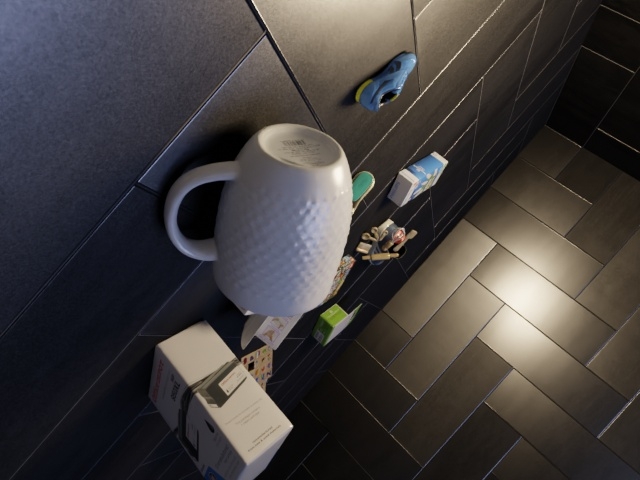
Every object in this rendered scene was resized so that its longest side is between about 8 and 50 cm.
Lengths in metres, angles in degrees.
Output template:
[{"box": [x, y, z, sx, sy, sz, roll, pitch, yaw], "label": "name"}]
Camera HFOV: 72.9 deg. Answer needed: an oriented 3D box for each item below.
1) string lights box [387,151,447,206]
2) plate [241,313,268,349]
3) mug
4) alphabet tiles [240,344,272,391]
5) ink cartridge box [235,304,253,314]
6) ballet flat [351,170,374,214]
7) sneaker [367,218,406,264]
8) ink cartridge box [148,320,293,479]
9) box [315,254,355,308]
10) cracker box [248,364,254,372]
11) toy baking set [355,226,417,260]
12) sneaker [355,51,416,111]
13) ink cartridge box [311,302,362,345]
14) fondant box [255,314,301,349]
[{"box": [0.393, -0.250, 1.753, 0.260, 0.077, 0.133, -32, 156, -36], "label": "string lights box"}, {"box": [-0.149, 0.170, 1.346, 0.277, 0.045, 0.278, -53, -176, 15], "label": "plate"}, {"box": [-0.117, -0.051, 0.872, 0.374, 0.276, 0.328, -2, 132, -21], "label": "mug"}, {"box": [-0.269, 0.571, 1.823, 0.198, 0.009, 0.237, -13, 109, -57], "label": "alphabet tiles"}, {"box": [-0.192, 0.128, 1.219, 0.135, 0.099, 0.056, -54, 156, 14], "label": "ink cartridge box"}, {"box": [0.078, -0.117, 1.368, 0.248, 0.086, 0.086, -44, 159, -15], "label": "ballet flat"}, {"box": [0.321, 0.050, 2.045, 0.131, 0.148, 0.350, -41, 159, -19], "label": "sneaker"}, {"box": [-0.297, 0.468, 1.204, 0.166, 0.395, 0.285, -24, 148, -44], "label": "ink cartridge box"}, {"box": [0.049, 0.179, 1.878, 0.159, 0.044, 0.233, -26, 150, -45], "label": "box"}, {"box": [-0.315, 0.648, 1.954, 0.156, 0.067, 0.232, -29, 153, -40], "label": "cracker box"}, {"box": [0.281, 0.018, 1.864, 0.256, 0.030, 0.196, -2, 138, -4], "label": "toy baking set"}, {"box": [0.182, -0.388, 1.076, 0.209, 0.082, 0.069, -43, 157, -19], "label": "sneaker"}, {"box": [0.087, 0.423, 2.324, 0.255, 0.097, 0.188, -31, 153, -42], "label": "ink cartridge box"}, {"box": [-0.070, 0.180, 1.467, 0.330, 0.096, 0.238, -55, 178, 15], "label": "fondant box"}]
